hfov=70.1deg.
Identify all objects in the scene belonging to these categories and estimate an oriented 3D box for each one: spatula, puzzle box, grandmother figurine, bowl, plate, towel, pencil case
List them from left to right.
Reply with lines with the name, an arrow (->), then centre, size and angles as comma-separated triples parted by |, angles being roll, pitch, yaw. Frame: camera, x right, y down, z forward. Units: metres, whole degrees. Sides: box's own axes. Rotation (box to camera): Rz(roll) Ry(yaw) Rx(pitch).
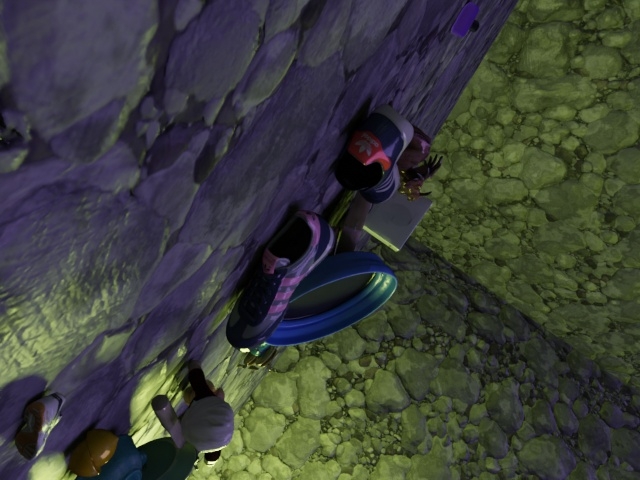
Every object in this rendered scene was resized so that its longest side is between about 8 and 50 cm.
plate -> -0.331, 0.431, 0.862 | 0.188, 0.188, 0.024 | -41, 124, -58
grandmother figurine -> -0.227, 0.343, 0.914 | 0.104, 0.208, 0.342 | -22, 176, -21
pencil case -> -0.181, 0.304, 1.441 | 0.070, 0.064, 0.152 | -15, 145, -42
bowl -> 0.014, 0.159, 1.222 | 0.390, 0.077, 0.391 | -19, 152, -10
towel -> 0.084, -0.054, 1.637 | 0.110, 0.027, 0.148 | -53, 172, -9
puzzle box -> 0.097, -0.019, 1.404 | 0.409, 0.052, 0.272 | 104, 8, -56
spatula -> 0.414, -0.604, 1.266 | 0.084, 0.030, 0.296 | -62, 169, 29

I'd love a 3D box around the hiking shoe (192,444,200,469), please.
hiking shoe -> -0.384, 0.662, 1.562 | 0.227, 0.114, 0.086 | -49, 171, -35

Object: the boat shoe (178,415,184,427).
boat shoe -> -0.349, 0.489, 1.265 | 0.059, 0.063, 0.170 | -56, -178, -10

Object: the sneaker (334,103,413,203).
sneaker -> 0.096, -0.151, 1.014 | 0.148, 0.131, 0.350 | -45, 164, -14

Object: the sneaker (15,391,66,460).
sneaker -> -0.289, 0.194, 0.477 | 0.083, 0.032, 0.037 | -57, 171, 22

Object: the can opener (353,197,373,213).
can opener -> 0.168, -0.170, 1.527 | 0.059, 0.073, 0.186 | -21, 140, -62

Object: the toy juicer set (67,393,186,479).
toy juicer set -> -0.338, 0.350, 0.720 | 0.329, 0.089, 0.209 | -41, 146, -58

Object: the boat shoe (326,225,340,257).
boat shoe -> 0.000, 0.000, 1.225 | 0.285, 0.089, 0.105 | 82, 20, -82

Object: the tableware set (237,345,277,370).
tableware set -> -0.198, 0.394, 1.543 | 0.128, 0.039, 0.194 | -50, -165, -29

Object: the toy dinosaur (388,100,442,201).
toy dinosaur -> 0.221, -0.219, 1.128 | 0.127, 0.200, 0.296 | -54, 171, -6

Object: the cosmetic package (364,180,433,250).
cosmetic package -> 0.269, -0.112, 1.756 | 0.224, 0.224, 0.138 | -54, 174, 0

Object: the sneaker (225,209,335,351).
sneaker -> -0.101, 0.073, 0.900 | 0.319, 0.112, 0.131 | -57, 155, -4
